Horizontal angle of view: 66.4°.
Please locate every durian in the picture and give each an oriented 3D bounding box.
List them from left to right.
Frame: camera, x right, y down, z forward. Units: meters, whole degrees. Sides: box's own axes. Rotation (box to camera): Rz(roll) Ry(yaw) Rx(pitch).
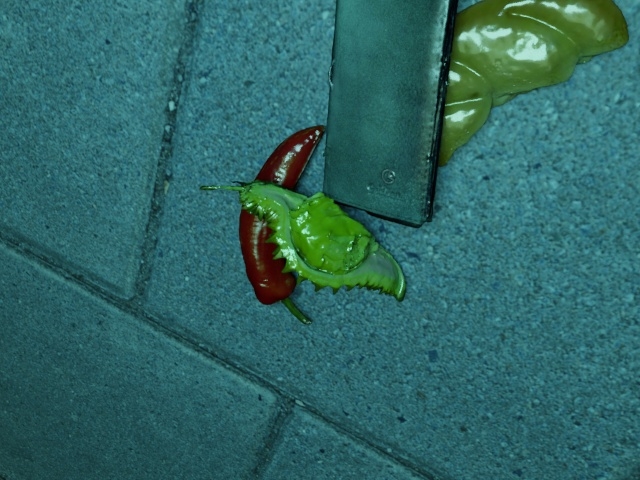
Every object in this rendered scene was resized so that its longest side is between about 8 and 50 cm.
[{"bbox_3d":[-0.003,0.001,0.743,0.375,0.107,0.132,32,99,-19],"label":"durian"}]

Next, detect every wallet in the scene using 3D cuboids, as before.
[{"bbox_3d":[0.083,-0.213,0.646,0.190,0.046,0.379,22,120,37],"label":"wallet"}]

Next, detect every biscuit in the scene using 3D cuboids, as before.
[{"bbox_3d":[0.214,-0.224,0.634,0.299,0.045,0.154,-34,97,30],"label":"biscuit"}]

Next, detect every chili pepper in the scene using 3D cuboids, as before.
[{"bbox_3d":[-0.072,-0.013,0.823,0.136,0.092,0.369,10,119,10],"label":"chili pepper"}]
